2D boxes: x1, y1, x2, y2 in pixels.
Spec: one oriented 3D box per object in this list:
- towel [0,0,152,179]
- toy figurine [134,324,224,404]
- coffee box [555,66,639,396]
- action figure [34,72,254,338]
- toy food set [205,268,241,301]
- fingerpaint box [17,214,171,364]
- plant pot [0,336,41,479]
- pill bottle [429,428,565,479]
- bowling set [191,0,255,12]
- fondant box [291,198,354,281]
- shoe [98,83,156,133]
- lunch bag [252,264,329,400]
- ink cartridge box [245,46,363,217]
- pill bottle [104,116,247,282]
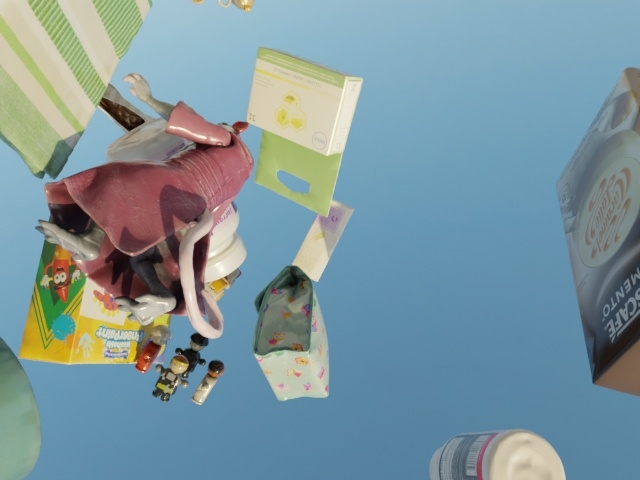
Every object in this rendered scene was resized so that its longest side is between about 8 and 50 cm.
[{"bbox_3d":[-0.303,-0.256,0.617,0.038,0.248,0.324,19,-108,0],"label":"towel"},{"bbox_3d":[-0.394,0.351,1.472,0.210,0.213,0.148,34,-85,46],"label":"toy figurine"},{"bbox_3d":[0.279,-0.013,0.413,0.098,0.141,0.246,13,-135,3],"label":"coffee box"},{"bbox_3d":[-0.187,-0.083,0.727,0.276,0.248,0.370,12,-137,26],"label":"action figure"},{"bbox_3d":[-0.292,0.093,1.414,0.104,0.232,0.111,43,-103,0],"label":"toy food set"},{"bbox_3d":[-0.598,0.161,1.475,0.163,0.445,0.370,3,-101,14],"label":"fingerpaint box"},{"bbox_3d":[-0.610,0.286,0.749,0.293,0.292,0.235,6,-166,24],"label":"plant pot"},{"bbox_3d":[0.367,0.517,1.142,0.177,0.318,0.176,5,-113,-13],"label":"pill bottle"},{"bbox_3d":[-0.228,-0.481,0.837,0.200,0.154,0.286,-14,-103,39],"label":"bowling set"},{"bbox_3d":[0.000,0.000,1.636,0.096,0.330,0.238,27,-93,-2],"label":"fondant box"},{"bbox_3d":[-0.445,-0.278,1.212,0.076,0.219,0.058,-42,-158,18],"label":"shoe"},{"bbox_3d":[-0.064,0.218,1.253,0.160,0.223,0.262,-7,-134,8],"label":"lunch bag"},{"bbox_3d":[-0.041,-0.168,0.824,0.171,0.234,0.056,28,-152,26],"label":"ink cartridge box"},{"bbox_3d":[-0.258,-0.072,0.982,0.170,0.301,0.169,-18,-150,11],"label":"pill bottle"}]
